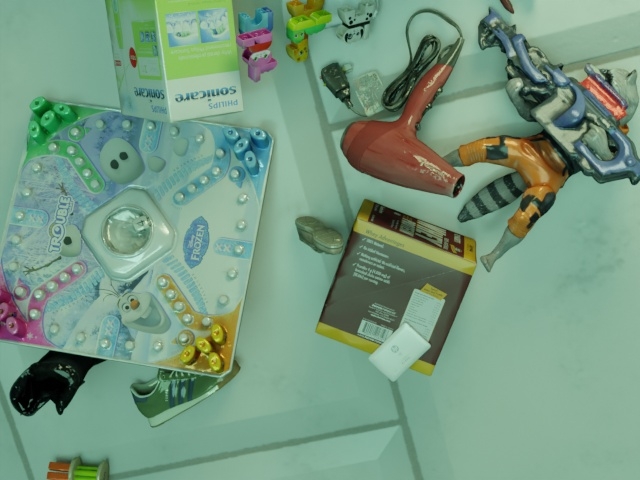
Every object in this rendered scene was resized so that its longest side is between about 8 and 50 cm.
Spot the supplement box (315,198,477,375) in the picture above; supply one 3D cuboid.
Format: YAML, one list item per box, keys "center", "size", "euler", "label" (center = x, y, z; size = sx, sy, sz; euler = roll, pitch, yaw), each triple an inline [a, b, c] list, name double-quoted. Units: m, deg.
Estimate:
- center: [0.117, 0.069, 1.661]
  size: [0.191, 0.129, 0.194]
  euler: [21, 107, 2]
  label: "supplement box"

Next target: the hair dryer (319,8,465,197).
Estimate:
- center: [0.126, -0.184, 1.554]
  size: [0.224, 0.080, 0.293]
  euler: [-27, 69, 18]
  label: "hair dryer"

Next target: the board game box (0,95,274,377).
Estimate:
- center: [-0.294, -0.014, 1.645]
  size: [0.390, 0.050, 0.389]
  euler: [9, 78, 5]
  label: "board game box"

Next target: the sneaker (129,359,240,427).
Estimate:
- center: [-0.231, 0.230, 1.783]
  size: [0.192, 0.064, 0.086]
  euler: [-33, 103, 17]
  label: "sneaker"

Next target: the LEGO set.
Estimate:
- center: [-0.037, -0.287, 1.558]
  size: [0.227, 0.087, 0.093]
  euler: [-21, 132, -28]
  label: "LEGO set"

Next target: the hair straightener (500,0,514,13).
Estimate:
- center: [0.249, -0.445, 1.559]
  size: [0.089, 0.047, 0.230]
  euler: [-33, 94, 13]
  label: "hair straightener"

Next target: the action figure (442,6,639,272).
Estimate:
- center: [0.310, -0.163, 1.593]
  size: [0.330, 0.178, 0.341]
  euler: [-33, 69, 8]
  label: "action figure"

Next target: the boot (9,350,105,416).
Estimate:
- center: [-0.356, 0.179, 1.712]
  size: [0.246, 0.207, 0.094]
  euler: [-27, 102, 14]
  label: "boot"

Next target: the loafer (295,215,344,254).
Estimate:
- center: [0.000, 0.000, 1.673]
  size: [0.045, 0.125, 0.039]
  euler: [-12, 117, -25]
  label: "loafer"

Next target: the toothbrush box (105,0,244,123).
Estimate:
- center: [-0.218, -0.321, 1.551]
  size: [0.122, 0.206, 0.283]
  euler: [-14, 107, -27]
  label: "toothbrush box"

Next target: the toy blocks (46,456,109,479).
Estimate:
- center: [-0.442, 0.432, 1.871]
  size: [0.148, 0.054, 0.123]
  euler: [2, 106, 7]
  label: "toy blocks"

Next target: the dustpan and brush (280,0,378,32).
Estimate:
- center: [-0.002, -0.422, 1.594]
  size: [0.147, 0.060, 0.211]
  euler: [-10, 110, 12]
  label: "dustpan and brush"

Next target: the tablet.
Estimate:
- center: [0.118, 0.167, 1.617]
  size: [0.054, 0.006, 0.083]
  euler: [42, 106, -5]
  label: "tablet"
